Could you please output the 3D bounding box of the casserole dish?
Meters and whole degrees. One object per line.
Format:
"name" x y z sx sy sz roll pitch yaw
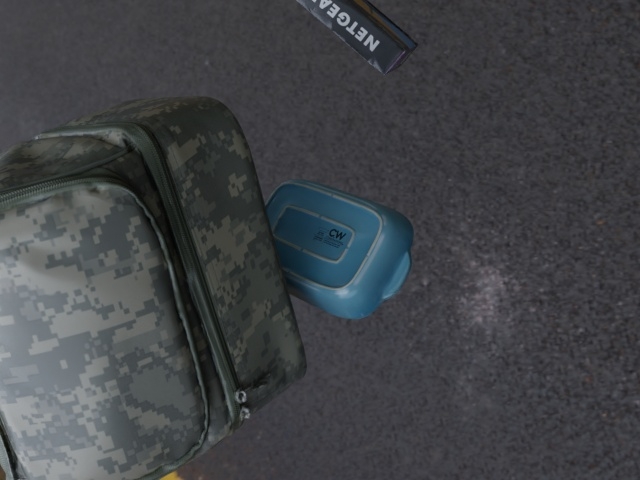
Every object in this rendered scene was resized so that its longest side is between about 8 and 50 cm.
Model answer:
"casserole dish" 0.000 0.000 0.749 0.188 0.037 0.114 23 80 38

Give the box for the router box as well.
"router box" 0.042 -0.295 1.050 0.179 0.133 0.046 40 112 -1

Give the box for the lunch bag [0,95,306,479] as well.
"lunch bag" -0.181 0.053 0.671 0.213 0.256 0.305 8 118 45
